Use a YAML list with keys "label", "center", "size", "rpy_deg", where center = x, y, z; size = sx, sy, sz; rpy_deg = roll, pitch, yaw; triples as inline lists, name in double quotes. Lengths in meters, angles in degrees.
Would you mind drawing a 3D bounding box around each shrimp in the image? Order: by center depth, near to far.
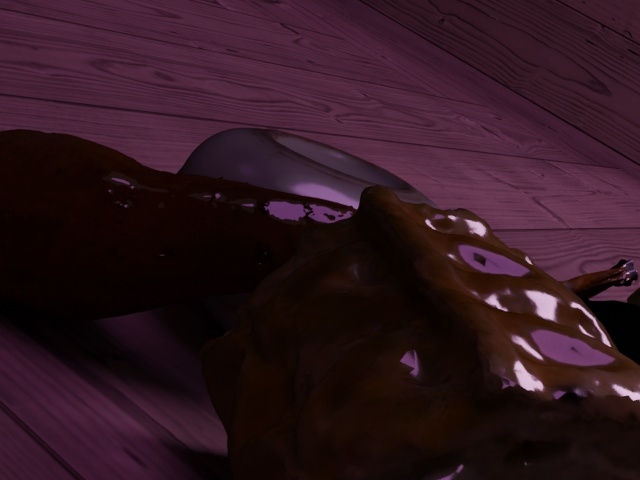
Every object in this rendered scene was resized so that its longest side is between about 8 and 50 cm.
- label: "shrimp"
  center: [0.226, 0.053, 1.135]
  size: [0.161, 0.166, 0.049]
  rpy_deg: [2, 63, -56]

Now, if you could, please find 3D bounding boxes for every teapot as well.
- label: "teapot"
  center: [0.025, 0.016, 0.926]
  size: [0.318, 0.149, 0.220]
  rpy_deg: [14, 15, -38]

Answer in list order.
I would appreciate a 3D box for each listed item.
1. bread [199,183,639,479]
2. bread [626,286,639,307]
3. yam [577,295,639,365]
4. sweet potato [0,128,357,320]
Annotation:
- label: "bread"
  center: [0.061, 0.099, 0.647]
  size: [0.196, 0.238, 0.252]
  rpy_deg: [59, -7, -28]
- label: "bread"
  center: [0.525, 0.102, 1.339]
  size: [0.361, 0.233, 0.245]
  rpy_deg: [4, 30, -45]
- label: "yam"
  center: [0.181, 0.102, 0.961]
  size: [0.131, 0.131, 0.279]
  rpy_deg: [37, 16, 28]
- label: "sweet potato"
  center: [-0.155, -0.008, 0.763]
  size: [0.359, 0.112, 0.112]
  rpy_deg: [14, 15, 7]
